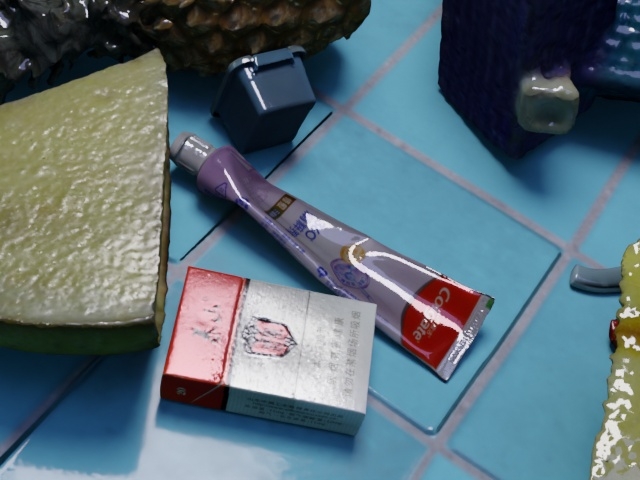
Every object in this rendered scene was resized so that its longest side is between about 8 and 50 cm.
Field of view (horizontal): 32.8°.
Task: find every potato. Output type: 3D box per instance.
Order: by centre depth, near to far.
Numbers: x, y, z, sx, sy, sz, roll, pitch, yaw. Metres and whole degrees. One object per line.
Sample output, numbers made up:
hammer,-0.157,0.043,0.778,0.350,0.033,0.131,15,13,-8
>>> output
potato,-0.243,-0.022,0.823,0.255,0.112,0.269,1,52,-6

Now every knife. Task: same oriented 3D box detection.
knife,0.319,0.031,0.970,0.210,0.015,0.028,-1,48,-14

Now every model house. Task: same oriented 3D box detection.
model house,0.267,-0.218,1.001,0.312,0.245,0.280,9,48,5

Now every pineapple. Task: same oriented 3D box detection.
pineapple,-0.135,-0.221,0.956,0.362,0.202,0.202,-23,61,-14

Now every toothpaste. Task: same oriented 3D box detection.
toothpaste,0.000,0.000,0.902,0.301,0.048,0.075,34,49,10

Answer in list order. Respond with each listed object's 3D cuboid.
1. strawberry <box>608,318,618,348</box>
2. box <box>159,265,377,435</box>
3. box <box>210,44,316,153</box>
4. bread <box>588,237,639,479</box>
strawberry,0.317,0.073,0.921,0.152,0.048,0.103,-8,62,-2
box,-0.038,0.083,0.829,0.152,0.048,0.100,13,50,-6
box,-0.047,-0.120,0.952,0.074,0.099,0.054,-19,75,-25
bread,0.388,0.134,0.688,0.362,0.245,0.233,-6,44,30
